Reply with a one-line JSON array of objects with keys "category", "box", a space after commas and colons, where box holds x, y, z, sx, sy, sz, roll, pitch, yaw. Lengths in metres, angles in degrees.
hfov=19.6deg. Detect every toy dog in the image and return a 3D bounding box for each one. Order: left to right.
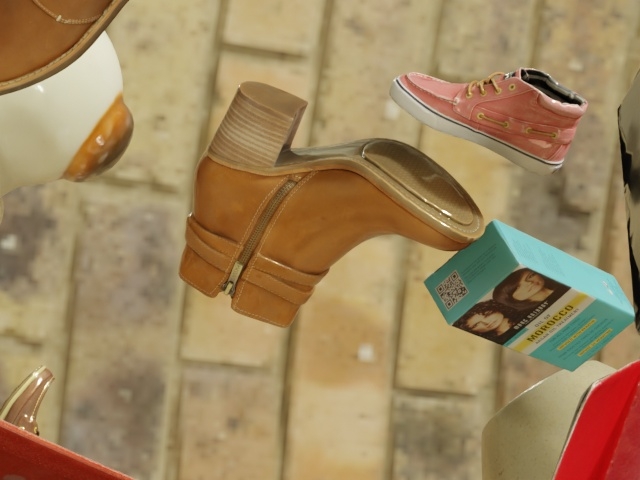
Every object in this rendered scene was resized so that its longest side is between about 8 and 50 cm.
[{"category": "toy dog", "box": [-0.394, -0.123, 1.836, 0.285, 0.408, 0.395, 61, -27, 3]}]

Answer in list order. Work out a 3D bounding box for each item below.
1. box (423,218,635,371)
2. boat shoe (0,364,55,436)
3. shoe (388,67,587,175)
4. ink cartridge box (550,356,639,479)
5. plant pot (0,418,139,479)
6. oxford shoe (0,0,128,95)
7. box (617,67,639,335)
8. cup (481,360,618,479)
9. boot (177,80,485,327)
[{"category": "box", "box": [0.218, 0.060, 1.890, 0.100, 0.244, 0.060, -43, -126, 21]}, {"category": "boat shoe", "box": [-0.346, 0.222, 2.088, 0.178, 0.060, 0.064, -59, -174, -28]}, {"category": "shoe", "box": [0.158, -0.133, 1.733, 0.063, 0.178, 0.081, -61, 177, -61]}, {"category": "ink cartridge box", "box": [0.196, 0.204, 0.947, 0.130, 0.272, 0.310, 26, -69, 28]}, {"category": "plant pot", "box": [-0.289, 0.310, 1.478, 0.235, 0.267, 0.267, -14, -123, 41]}, {"category": "oxford shoe", "box": [-0.151, -0.163, 1.103, 0.212, 0.076, 0.076, -35, -119, 18]}, {"category": "box", "box": [0.378, -0.032, 1.224, 0.343, 0.312, 0.179, -78, -167, -62]}, {"category": "cup", "box": [0.322, 0.286, 2.208, 0.237, 0.331, 0.331, 58, -36, 19]}, {"category": "boot", "box": [0.000, 0.000, 1.787, 0.109, 0.283, 0.220, -51, 164, -63]}]
